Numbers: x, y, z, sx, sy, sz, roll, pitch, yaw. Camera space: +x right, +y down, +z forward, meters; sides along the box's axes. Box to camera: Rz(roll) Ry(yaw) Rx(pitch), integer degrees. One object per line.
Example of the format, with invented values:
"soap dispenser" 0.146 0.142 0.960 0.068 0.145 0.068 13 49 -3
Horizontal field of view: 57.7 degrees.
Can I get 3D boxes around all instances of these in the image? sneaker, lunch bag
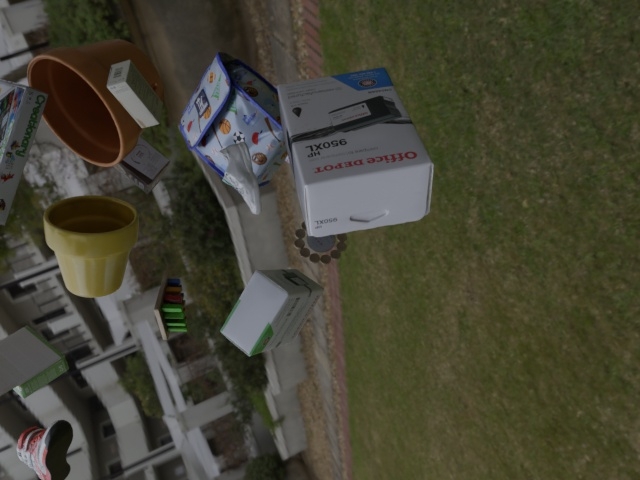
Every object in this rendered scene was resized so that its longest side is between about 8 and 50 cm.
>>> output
"sneaker" -0.228 -0.167 1.646 0.080 0.094 0.212 137 116 -75
"lunch bag" -0.290 -0.407 2.017 0.385 0.239 0.328 44 122 6
"sneaker" -0.740 0.537 1.541 0.145 0.090 0.270 32 130 15

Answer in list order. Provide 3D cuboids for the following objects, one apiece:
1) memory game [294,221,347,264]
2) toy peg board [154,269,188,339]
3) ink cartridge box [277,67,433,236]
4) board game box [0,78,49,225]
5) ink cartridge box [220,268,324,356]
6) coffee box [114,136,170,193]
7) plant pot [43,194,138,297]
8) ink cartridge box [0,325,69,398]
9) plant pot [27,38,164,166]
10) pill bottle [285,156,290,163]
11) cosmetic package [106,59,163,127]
"memory game" 0.000 0.000 1.980 0.186 0.186 0.012 60 163 26
"toy peg board" -0.460 0.207 1.850 0.161 0.079 0.161 92 180 -45
"ink cartridge box" 0.070 -0.220 1.376 0.166 0.285 0.395 85 173 -48
"board game box" -0.722 -0.204 1.306 0.193 0.053 0.305 21 92 39
"ink cartridge box" -0.131 0.200 1.689 0.121 0.211 0.289 34 -171 18
"coffee box" -0.557 -0.257 1.651 0.246 0.098 0.141 40 165 -9
"plant pot" -0.668 0.025 1.710 0.254 0.254 0.239 50 138 50
"ink cartridge box" -0.748 0.313 1.368 0.171 0.235 0.056 25 132 29
"plant pot" -0.523 -0.354 1.413 0.290 0.203 0.291 22 139 20
"pill bottle" -0.197 -0.429 2.265 0.301 0.169 0.169 25 164 -4
"cosmetic package" -0.342 -0.269 1.078 0.115 0.041 0.060 60 -156 -53
